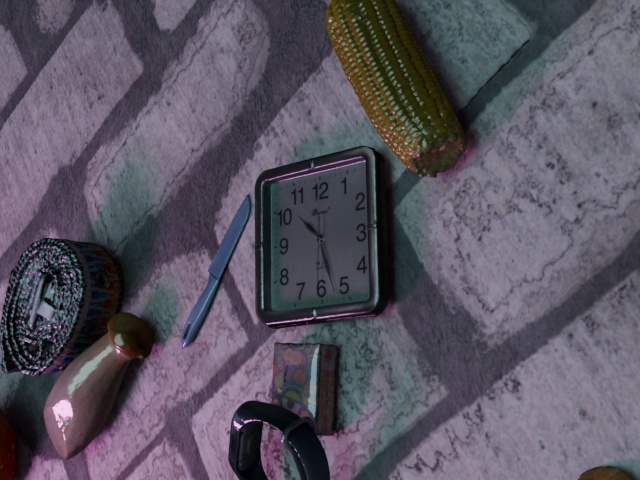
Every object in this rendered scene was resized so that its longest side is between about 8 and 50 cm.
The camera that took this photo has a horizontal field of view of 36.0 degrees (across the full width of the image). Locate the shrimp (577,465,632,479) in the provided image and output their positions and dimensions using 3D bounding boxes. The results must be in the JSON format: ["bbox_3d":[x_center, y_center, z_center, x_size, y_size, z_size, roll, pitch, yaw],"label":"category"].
[{"bbox_3d":[0.338,0.352,1.262,0.162,0.045,0.095,-50,53,26],"label":"shrimp"}]

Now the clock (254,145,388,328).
[{"bbox_3d":[0.000,0.000,1.632,0.273,0.049,0.278,-9,76,40],"label":"clock"}]

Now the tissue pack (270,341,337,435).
[{"bbox_3d":[-0.028,0.241,1.607,0.109,0.060,0.148,-3,81,41],"label":"tissue pack"}]

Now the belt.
[{"bbox_3d":[-0.524,0.143,2.019,0.207,0.160,0.295,14,94,26],"label":"belt"}]

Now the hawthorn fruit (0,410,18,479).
[{"bbox_3d":[-0.791,0.468,2.130,0.284,0.284,0.284,-9,76,41],"label":"hawthorn fruit"}]

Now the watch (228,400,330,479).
[{"bbox_3d":[-0.064,0.354,1.567,0.193,0.068,0.206,33,130,29],"label":"watch"}]

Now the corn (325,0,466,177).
[{"bbox_3d":[0.112,-0.250,1.523,0.131,0.131,0.344,-41,56,30],"label":"corn"}]

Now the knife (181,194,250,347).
[{"bbox_3d":[-0.193,0.058,1.826,0.044,0.019,0.313,37,105,43],"label":"knife"}]

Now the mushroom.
[{"bbox_3d":[-0.451,0.291,1.948,0.350,0.128,0.128,-52,52,17],"label":"mushroom"}]
